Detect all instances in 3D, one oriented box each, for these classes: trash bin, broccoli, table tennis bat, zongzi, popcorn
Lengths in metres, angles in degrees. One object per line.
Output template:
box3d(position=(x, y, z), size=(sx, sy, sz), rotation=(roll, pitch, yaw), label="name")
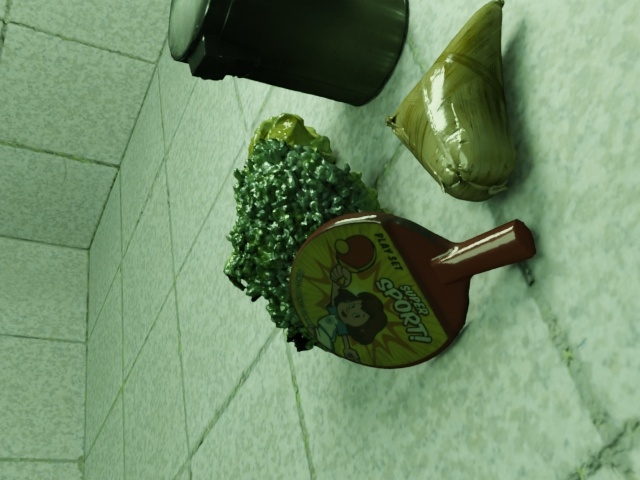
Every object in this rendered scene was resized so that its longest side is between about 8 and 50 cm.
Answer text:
box3d(position=(-0.047, -0.321, 1.044), size=(0.203, 0.302, 0.252), rotation=(-39, 49, 51), label="trash bin")
box3d(position=(0.000, 0.000, 0.999), size=(0.245, 0.248, 0.288), rotation=(-42, -40, -73), label="broccoli")
box3d(position=(0.094, 0.047, 0.810), size=(0.310, 0.200, 0.038), rotation=(-24, 14, 37), label="table tennis bat")
box3d(position=(0.173, -0.156, 0.784), size=(0.197, 0.099, 0.194), rotation=(-56, 34, 25), label="zongzi")
box3d(position=(-0.058, -0.140, 1.182), size=(0.162, 0.136, 0.141), rotation=(-26, 65, 55), label="popcorn")
